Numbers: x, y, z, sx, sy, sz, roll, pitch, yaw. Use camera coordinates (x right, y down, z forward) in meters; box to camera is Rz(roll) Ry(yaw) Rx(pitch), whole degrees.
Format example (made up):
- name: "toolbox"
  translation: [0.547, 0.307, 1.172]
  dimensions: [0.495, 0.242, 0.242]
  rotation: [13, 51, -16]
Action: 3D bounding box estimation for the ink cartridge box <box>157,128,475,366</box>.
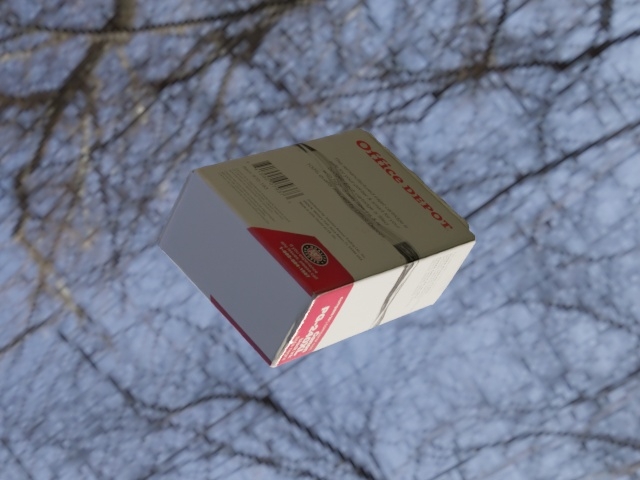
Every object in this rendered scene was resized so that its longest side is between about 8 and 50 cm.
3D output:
- name: "ink cartridge box"
  translation: [0.000, 0.000, 0.991]
  dimensions: [0.150, 0.063, 0.109]
  rotation: [-17, -126, -47]
